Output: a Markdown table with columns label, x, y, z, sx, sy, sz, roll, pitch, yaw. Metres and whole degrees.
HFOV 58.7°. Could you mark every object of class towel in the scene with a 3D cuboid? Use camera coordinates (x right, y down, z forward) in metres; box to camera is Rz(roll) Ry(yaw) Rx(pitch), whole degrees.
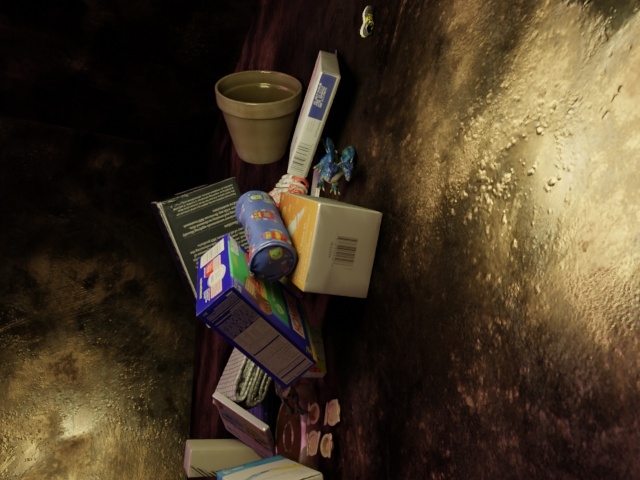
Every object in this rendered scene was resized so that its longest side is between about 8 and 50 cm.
| label | x | y | z | sx | sy | sz | roll | pitch | yaw |
| --- | --- | --- | --- | --- | --- | --- | --- | --- | --- |
| towel | -0.236 | 0.428 | 1.914 | 0.235 | 0.121 | 0.284 | -36 | 29 | 58 |
| towel | -0.223 | 0.571 | 2.090 | 0.336 | 0.040 | 0.243 | 138 | 135 | -63 |

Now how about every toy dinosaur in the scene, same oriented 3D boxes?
| label | x | y | z | sx | sy | sz | roll | pitch | yaw |
| --- | --- | --- | --- | --- | --- | --- | --- | --- | --- |
| toy dinosaur | -0.087 | 0.420 | 1.547 | 0.118 | 0.064 | 0.268 | 66 | 169 | -1 |

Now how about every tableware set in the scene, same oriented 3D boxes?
| label | x | y | z | sx | sy | sz | roll | pitch | yaw |
| --- | --- | --- | --- | --- | --- | --- | --- | --- | --- |
| tableware set | 0.002 | 0.485 | 1.470 | 0.168 | 0.020 | 0.141 | -28 | 52 | 54 |

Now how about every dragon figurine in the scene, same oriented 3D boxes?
| label | x | y | z | sx | sy | sz | roll | pitch | yaw |
| --- | --- | --- | --- | --- | --- | --- | --- | --- | --- |
| dragon figurine | 0.043 | -0.227 | 1.567 | 0.289 | 0.085 | 0.144 | -85 | 17 | -46 |

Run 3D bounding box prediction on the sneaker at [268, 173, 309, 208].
| label | x | y | z | sx | sy | sz | roll | pitch | yaw |
| --- | --- | --- | --- | --- | --- | --- | --- | --- | --- |
| sneaker | -0.077 | -0.140 | 1.829 | 0.145 | 0.090 | 0.270 | -54 | 35 | -12 |

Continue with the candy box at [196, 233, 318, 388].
| label | x | y | z | sx | sy | sz | roll | pitch | yaw |
| --- | --- | --- | --- | --- | --- | --- | --- | --- | --- |
| candy box | -0.160 | 0.174 | 1.435 | 0.122 | 0.317 | 0.268 | -38 | 28 | 9 |

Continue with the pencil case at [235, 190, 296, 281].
| label | x | y | z | sx | sy | sz | roll | pitch | yaw |
| --- | --- | --- | --- | --- | --- | --- | --- | --- | --- |
| pencil case | -0.145 | -0.011 | 1.471 | 0.306 | 0.119 | 0.133 | -115 | 24 | -55 |

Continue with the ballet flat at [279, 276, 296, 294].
| label | x | y | z | sx | sy | sz | roll | pitch | yaw |
| --- | --- | --- | --- | --- | --- | --- | --- | --- | --- |
| ballet flat | -0.139 | 0.058 | 1.854 | 0.483 | 0.163 | 0.182 | -96 | -9 | -59 |

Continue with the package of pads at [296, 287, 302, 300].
| label | x | y | z | sx | sy | sz | roll | pitch | yaw |
| --- | --- | --- | --- | --- | --- | --- | --- | --- | --- |
| package of pads | -0.084 | 0.180 | 1.850 | 0.083 | 0.031 | 0.050 | -124 | 43 | -62 |

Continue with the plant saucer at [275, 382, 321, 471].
| label | x | y | z | sx | sy | sz | roll | pitch | yaw |
| --- | --- | --- | --- | --- | --- | --- | --- | --- | --- |
| plant saucer | -0.075 | 0.572 | 1.653 | 0.310 | 0.050 | 0.311 | -173 | 90 | -69 |

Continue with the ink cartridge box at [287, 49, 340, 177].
| label | x | y | z | sx | sy | sz | roll | pitch | yaw |
| --- | --- | --- | --- | --- | --- | --- | --- | --- | --- |
| ink cartridge box | -0.023 | -0.404 | 1.756 | 0.330 | 0.071 | 0.324 | -93 | 20 | -59 |

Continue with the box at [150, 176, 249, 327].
| label | x | y | z | sx | sy | sz | roll | pitch | yaw |
| --- | --- | --- | --- | --- | --- | --- | --- | --- | --- |
| box | -0.419 | 0.027 | 2.187 | 0.480 | 0.297 | 0.472 | 12 | 122 | 70 |

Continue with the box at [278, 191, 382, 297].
| label | x | y | z | sx | sy | sz | roll | pitch | yaw |
| --- | --- | --- | --- | --- | --- | --- | --- | --- | --- |
| box | 0.000 | 0.000 | 1.488 | 0.345 | 0.168 | 0.215 | -155 | 74 | -70 |

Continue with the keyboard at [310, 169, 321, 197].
| label | x | y | z | sx | sy | sz | roll | pitch | yaw |
| --- | --- | --- | --- | --- | --- | --- | --- | --- | --- |
| keyboard | -0.024 | -0.105 | 1.829 | 0.072 | 0.014 | 0.256 | -179 | 97 | -75 |

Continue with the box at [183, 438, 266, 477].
| label | x | y | z | sx | sy | sz | roll | pitch | yaw |
| --- | --- | --- | --- | --- | --- | --- | --- | --- | --- |
| box | -0.306 | 0.720 | 1.890 | 0.113 | 0.275 | 0.094 | 174 | 102 | -70 |

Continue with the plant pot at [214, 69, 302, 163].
| label | x | y | z | sx | sy | sz | roll | pitch | yaw |
| --- | --- | --- | --- | --- | --- | --- | --- | --- | --- |
| plant pot | -0.231 | -0.458 | 2.167 | 0.323 | 0.323 | 0.281 | -108 | 16 | -50 |

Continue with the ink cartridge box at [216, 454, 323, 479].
| label | x | y | z | sx | sy | sz | roll | pitch | yaw |
| --- | --- | --- | --- | --- | --- | --- | --- | --- | --- |
| ink cartridge box | -0.123 | 0.686 | 1.439 | 0.270 | 0.197 | 0.198 | -21 | 75 | 61 |

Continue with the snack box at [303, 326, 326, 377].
| label | x | y | z | sx | sy | sz | roll | pitch | yaw |
| --- | --- | --- | --- | --- | --- | --- | --- | --- | --- |
| snack box | -0.042 | 0.308 | 1.581 | 0.037 | 0.100 | 0.141 | 120 | 151 | -46 |

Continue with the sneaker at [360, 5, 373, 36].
| label | x | y | z | sx | sy | sz | roll | pitch | yaw |
| --- | --- | --- | --- | --- | --- | --- | --- | --- | --- |
| sneaker | 0.135 | -0.601 | 1.563 | 0.035 | 0.031 | 0.083 | 29 | 114 | 55 |

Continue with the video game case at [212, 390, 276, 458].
| label | x | y | z | sx | sy | sz | roll | pitch | yaw |
| --- | --- | --- | --- | --- | --- | --- | --- | --- | --- |
| video game case | -0.234 | 0.593 | 1.803 | 0.226 | 0.026 | 0.206 | 23 | 141 | 31 |
